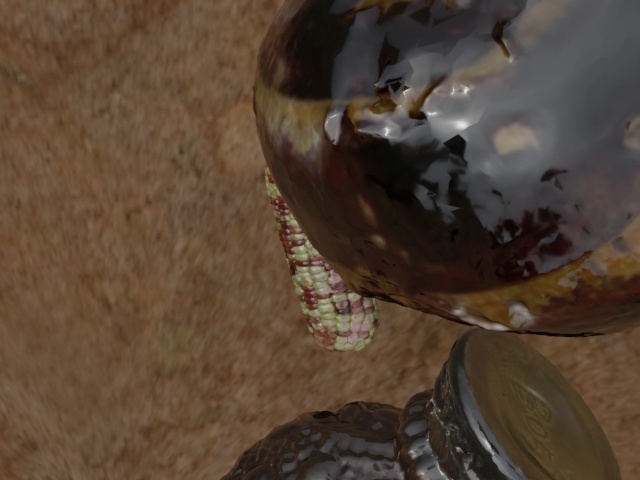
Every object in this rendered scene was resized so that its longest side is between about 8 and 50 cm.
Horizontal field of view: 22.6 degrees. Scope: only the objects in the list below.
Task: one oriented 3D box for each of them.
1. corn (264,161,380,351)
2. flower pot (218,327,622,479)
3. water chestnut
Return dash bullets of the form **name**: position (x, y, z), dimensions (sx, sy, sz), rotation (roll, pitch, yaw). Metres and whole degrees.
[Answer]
- **corn**: position (0.000, 0.000, 1.712), dimensions (0.086, 0.086, 0.253), rotation (-19, 106, -11)
- **flower pot**: position (0.088, 0.220, 1.313), dimensions (0.267, 0.266, 0.266), rotation (-41, 86, 24)
- **water chestnut**: position (0.123, -0.076, 0.817), dimensions (0.300, 0.300, 0.300), rotation (1, 79, -7)
